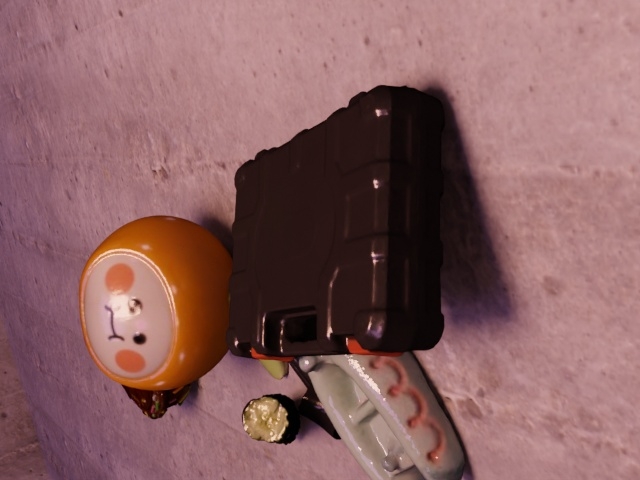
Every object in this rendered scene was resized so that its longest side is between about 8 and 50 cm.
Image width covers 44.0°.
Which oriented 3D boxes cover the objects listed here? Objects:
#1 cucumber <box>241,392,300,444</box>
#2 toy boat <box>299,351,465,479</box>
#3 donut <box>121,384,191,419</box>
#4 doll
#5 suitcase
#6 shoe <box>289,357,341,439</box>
[{"bbox_3d":[-0.052,0.201,0.894,0.058,0.058,0.187,62,174,14],"label":"cucumber"},{"bbox_3d":[0.047,0.162,0.758,0.207,0.079,0.134,59,150,16],"label":"toy boat"},{"bbox_3d":[-0.276,0.163,1.252,0.235,0.089,0.235,35,135,45],"label":"donut"},{"bbox_3d":[-0.160,0.073,0.957,0.236,0.213,0.213,0,113,11],"label":"doll"},{"bbox_3d":[0.000,0.000,0.689,0.285,0.066,0.206,-16,70,59],"label":"suitcase"},{"bbox_3d":[-0.008,0.171,0.873,0.159,0.053,0.062,49,139,37],"label":"shoe"}]
